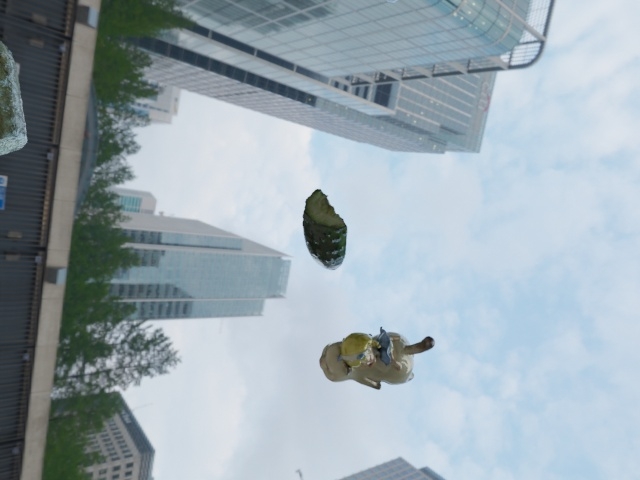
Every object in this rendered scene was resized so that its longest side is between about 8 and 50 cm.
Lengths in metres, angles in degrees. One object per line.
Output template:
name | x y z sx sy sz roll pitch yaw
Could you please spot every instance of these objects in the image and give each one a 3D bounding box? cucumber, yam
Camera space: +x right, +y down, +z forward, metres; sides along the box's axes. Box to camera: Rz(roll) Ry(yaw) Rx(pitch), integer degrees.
cucumber | 0.000 0.000 0.502 0.067 0.035 0.107 56 -20 32
yam | -0.526 -0.229 0.719 0.078 0.078 0.179 -15 -94 49

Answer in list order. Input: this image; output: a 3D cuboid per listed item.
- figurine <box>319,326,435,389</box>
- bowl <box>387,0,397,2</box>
figurine | 0.043 0.087 0.352 0.050 0.084 0.047 109 -26 -50
bowl | 0.108 -0.463 0.646 0.157 0.337 0.337 -43 -125 32
